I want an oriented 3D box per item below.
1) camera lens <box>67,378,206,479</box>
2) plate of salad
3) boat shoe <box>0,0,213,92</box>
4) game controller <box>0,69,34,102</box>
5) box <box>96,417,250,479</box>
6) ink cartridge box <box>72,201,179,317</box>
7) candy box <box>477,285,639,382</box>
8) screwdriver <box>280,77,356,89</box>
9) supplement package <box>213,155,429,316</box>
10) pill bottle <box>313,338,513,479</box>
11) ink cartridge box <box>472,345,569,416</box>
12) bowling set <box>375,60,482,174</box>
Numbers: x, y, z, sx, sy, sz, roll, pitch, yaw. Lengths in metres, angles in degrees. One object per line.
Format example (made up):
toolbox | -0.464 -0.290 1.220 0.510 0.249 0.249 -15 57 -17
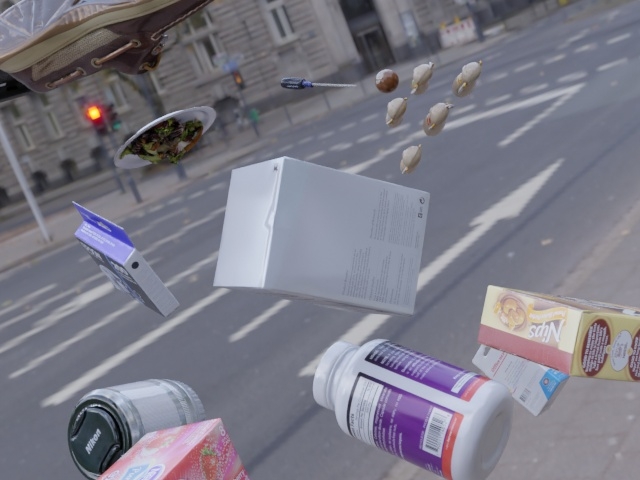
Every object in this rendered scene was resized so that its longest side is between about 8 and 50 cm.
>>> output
camera lens | -0.425 0.438 2.200 0.219 0.220 0.274 -16 -8 31
plate of salad | -0.267 -0.171 1.671 0.199 0.048 0.200 -28 -8 -4
boat shoe | -0.243 -0.268 1.173 0.341 0.123 0.123 -21 52 16
game controller | -0.695 -0.346 2.016 0.319 0.067 0.166 -29 -20 -44
box | -0.215 0.362 1.168 0.142 0.154 0.300 -19 10 29
ink cartridge box | -0.379 0.036 1.788 0.045 0.208 0.206 -44 39 -20
candy box | 0.393 0.132 1.279 0.316 0.088 0.183 10 2 -29
screwdriver | -0.004 -0.278 1.718 0.169 0.025 0.024 15 15 36
supplement package | 0.000 0.000 1.504 0.262 0.199 0.198 12 -7 -27
pill bottle | 0.153 0.281 1.628 0.322 0.182 0.181 19 33 31
ink cartridge box | 0.423 0.270 2.011 0.061 0.181 0.104 -15 -42 -50
bowling set | 0.197 -0.300 2.061 0.287 0.199 0.154 -58 -3 -5
